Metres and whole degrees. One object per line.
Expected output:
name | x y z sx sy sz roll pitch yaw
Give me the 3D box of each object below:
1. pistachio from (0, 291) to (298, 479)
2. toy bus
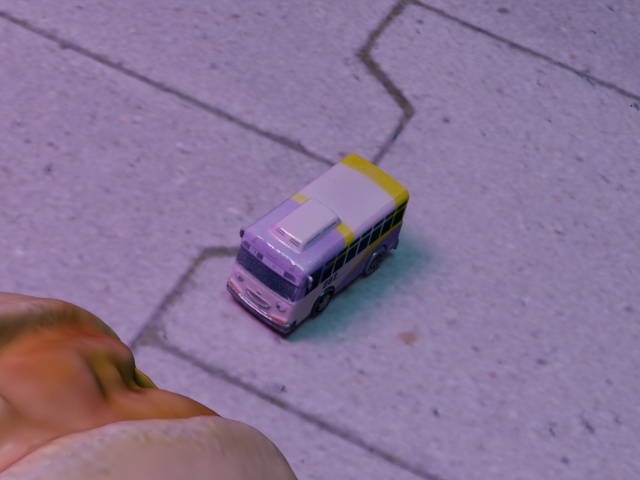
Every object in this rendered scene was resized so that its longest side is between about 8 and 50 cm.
pistachio | -0.138 0.144 0.606 0.230 0.230 0.309 34 32 19
toy bus | 0.000 0.000 0.886 0.052 0.058 0.102 36 49 21
